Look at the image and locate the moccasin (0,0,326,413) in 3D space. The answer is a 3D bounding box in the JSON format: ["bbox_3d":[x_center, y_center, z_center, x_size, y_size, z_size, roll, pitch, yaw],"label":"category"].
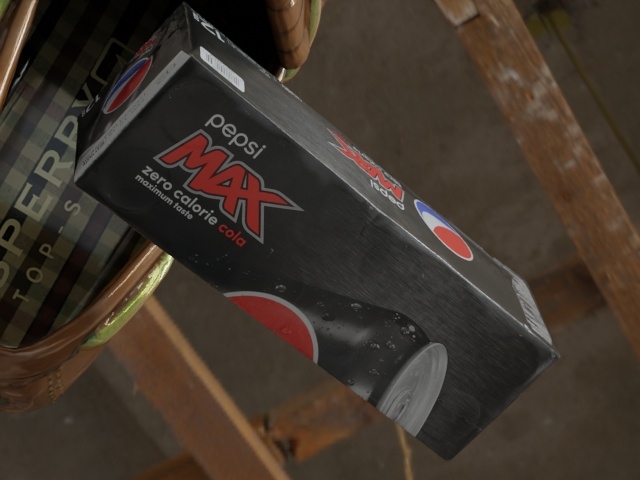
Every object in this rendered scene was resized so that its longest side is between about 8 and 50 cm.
[{"bbox_3d":[-0.058,-0.112,0.578,0.139,0.147,0.380,38,-114,-16],"label":"moccasin"}]

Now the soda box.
[{"bbox_3d":[0.000,0.000,0.481,0.169,0.053,0.060,38,-74,-23],"label":"soda box"}]
